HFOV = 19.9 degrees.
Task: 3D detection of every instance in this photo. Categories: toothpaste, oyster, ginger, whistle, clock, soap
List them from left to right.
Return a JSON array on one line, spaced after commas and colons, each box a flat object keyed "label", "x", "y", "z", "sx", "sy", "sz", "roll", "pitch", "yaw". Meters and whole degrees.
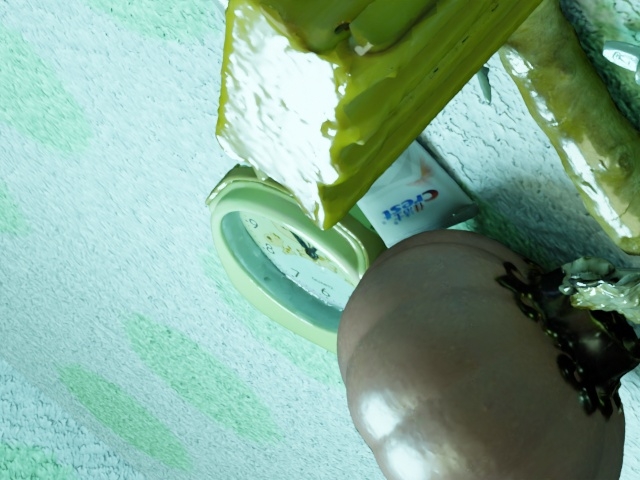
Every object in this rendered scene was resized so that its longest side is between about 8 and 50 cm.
[{"label": "clock", "x": 0.000, "y": 0.000, "z": 1.800, "sx": 0.235, "sy": 0.096, "sz": 0.308, "roll": 28, "pitch": 156, "yaw": 27}, {"label": "toothpaste", "x": 0.013, "y": -0.114, "z": 1.598, "sx": 0.100, "sy": 0.066, "sz": 0.323, "roll": -26, "pitch": 121, "yaw": 27}, {"label": "soap", "x": 0.079, "y": -0.176, "z": 1.045, "sx": 0.096, "sy": 0.324, "sz": 0.204, "roll": 39, "pitch": 157, "yaw": 10}, {"label": "ginger", "x": 0.192, "y": -0.098, "z": 1.354, "sx": 0.118, "sy": 0.065, "sz": 0.299, "roll": 36, "pitch": 164, "yaw": 52}, {"label": "whistle", "x": 0.243, "y": -0.119, "z": 1.276, "sx": 0.100, "sy": 0.035, "sz": 0.035, "roll": 24, "pitch": 154, "yaw": 29}, {"label": "oyster", "x": 0.282, "y": 0.048, "z": 1.428, "sx": 0.163, "sy": 0.081, "sz": 0.191, "roll": 6, "pitch": 172, "yaw": -35}]

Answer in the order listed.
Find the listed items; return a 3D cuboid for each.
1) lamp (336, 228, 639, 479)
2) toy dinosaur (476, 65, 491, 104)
[{"label": "lamp", "x": 0.158, "y": 0.121, "z": 1.607, "sx": 0.305, "sy": 0.239, "sz": 0.305, "roll": 48, "pitch": -162, "yaw": -21}, {"label": "toy dinosaur", "x": 0.077, "y": -0.192, "z": 1.308, "sx": 0.209, "sy": 0.039, "sz": 0.082, "roll": 64, "pitch": -169, "yaw": -2}]
